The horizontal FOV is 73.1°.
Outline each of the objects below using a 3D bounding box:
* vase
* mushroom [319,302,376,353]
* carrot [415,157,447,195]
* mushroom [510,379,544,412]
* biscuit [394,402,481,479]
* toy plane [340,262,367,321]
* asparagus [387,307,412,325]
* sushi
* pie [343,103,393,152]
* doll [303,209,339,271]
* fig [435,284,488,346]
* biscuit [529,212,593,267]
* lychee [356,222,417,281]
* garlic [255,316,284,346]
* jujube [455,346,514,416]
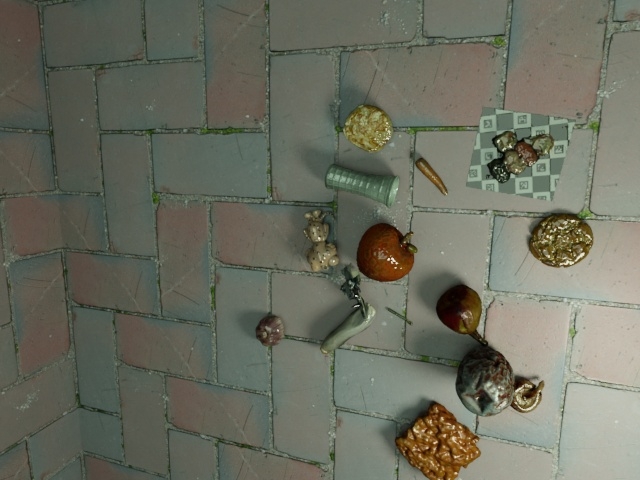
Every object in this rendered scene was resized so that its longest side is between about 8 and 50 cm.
[{"bbox_3d":[0.174,-0.242,1.845,0.298,0.143,0.143,18,105,19],"label":"vase"},{"bbox_3d":[0.123,0.411,1.985,0.351,0.109,0.097,-42,83,21],"label":"mushroom"},{"bbox_3d":[0.464,-0.263,1.788,0.047,0.047,0.191,-40,89,21],"label":"carrot"},{"bbox_3d":[0.858,0.634,1.794,0.135,0.080,0.170,45,110,-7],"label":"mushroom"},{"bbox_3d":[0.532,0.923,1.940,0.318,0.110,0.312,40,108,8],"label":"biscuit"},{"bbox_3d":[0.148,0.236,1.911,0.192,0.088,0.262,130,134,-55],"label":"toy plane"},{"bbox_3d":[0.360,0.344,1.943,0.127,0.015,0.018,32,117,12],"label":"asparagus"},{"bbox_3d":[0.760,-0.330,1.659,0.339,0.069,0.320,14,104,16],"label":"sushi"},{"bbox_3d":[0.202,-0.474,1.814,0.205,0.084,0.179,30,109,10],"label":"pie"},{"bbox_3d":[-0.002,0.000,1.962,0.154,0.119,0.278,-6,88,19],"label":"doll"},{"bbox_3d":[0.614,0.326,1.773,0.190,0.190,0.290,-43,84,20],"label":"fig"},{"bbox_3d":[0.932,0.002,1.675,0.225,0.042,0.226,4,102,19],"label":"biscuit"},{"bbox_3d":[0.277,0.048,1.804,0.300,0.255,0.255,-35,88,24],"label":"lychee"},{"bbox_3d":[-0.253,0.451,2.125,0.159,0.102,0.147,-36,88,21],"label":"garlic"},{"bbox_3d":[0.658,0.553,1.726,0.225,0.317,0.226,6,104,25],"label":"jujube"}]
